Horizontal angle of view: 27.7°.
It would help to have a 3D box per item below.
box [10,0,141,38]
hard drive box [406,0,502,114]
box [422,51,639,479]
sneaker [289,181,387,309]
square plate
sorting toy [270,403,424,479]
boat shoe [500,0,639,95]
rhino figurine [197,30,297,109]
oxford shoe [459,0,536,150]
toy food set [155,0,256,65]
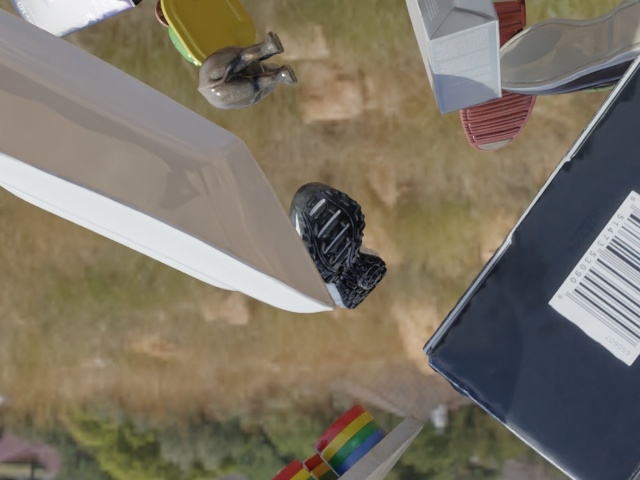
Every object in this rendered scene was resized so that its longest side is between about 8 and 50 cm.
[{"bbox_3d":[-0.375,-0.411,1.992,0.207,0.108,0.153,-17,114,30],"label":"box"},{"bbox_3d":[0.161,-0.290,1.632,0.089,0.181,0.232,-16,163,4],"label":"hard drive box"},{"bbox_3d":[0.440,0.045,1.662,0.480,0.297,0.472,-55,160,11],"label":"box"},{"bbox_3d":[0.000,0.000,1.630,0.108,0.100,0.271,37,169,24],"label":"sneaker"},{"bbox_3d":[-0.176,-0.077,1.094,0.347,0.344,0.049,26,108,-28],"label":"square plate"},{"bbox_3d":[-0.005,0.338,1.761,0.255,0.089,0.257,-37,165,-26],"label":"sorting toy"},{"bbox_3d":[0.385,-0.260,1.824,0.096,0.116,0.324,27,152,-38],"label":"boat shoe"},{"bbox_3d":[-0.087,-0.194,1.525,0.106,0.073,0.243,-23,-176,3],"label":"rhino figurine"},{"bbox_3d":[0.258,-0.293,1.988,0.123,0.130,0.348,-12,134,-6],"label":"oxford shoe"},{"bbox_3d":[-0.190,-0.340,1.978,0.128,0.218,0.071,-32,180,-33],"label":"toy food set"}]
